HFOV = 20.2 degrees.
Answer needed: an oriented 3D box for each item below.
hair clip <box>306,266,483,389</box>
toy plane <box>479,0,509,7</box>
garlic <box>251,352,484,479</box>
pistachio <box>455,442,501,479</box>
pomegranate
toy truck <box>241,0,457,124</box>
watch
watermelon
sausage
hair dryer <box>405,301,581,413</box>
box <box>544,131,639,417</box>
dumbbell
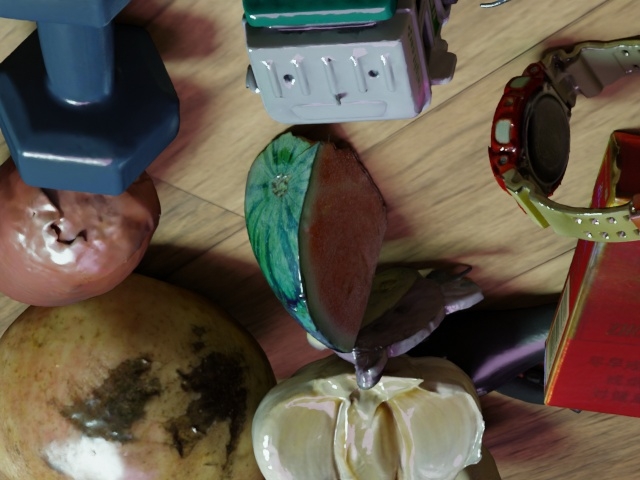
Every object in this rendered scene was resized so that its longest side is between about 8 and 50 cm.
[{"bbox_3d":[0.073,0.070,1.758,0.146,0.187,0.056,22,129,50],"label":"hair clip"},{"bbox_3d":[0.143,-0.222,1.284,0.078,0.053,0.197,38,144,-29],"label":"toy plane"},{"bbox_3d":[0.041,0.179,1.802,0.229,0.143,0.178,-8,119,-10],"label":"garlic"},{"bbox_3d":[0.051,0.270,2.069,0.332,0.208,0.226,10,-164,8],"label":"pistachio"},{"bbox_3d":[-0.193,0.181,1.869,0.322,0.322,0.322,5,151,3],"label":"pomegranate"},{"bbox_3d":[-0.005,-0.229,1.149,0.176,0.178,0.363,-1,144,12],"label":"toy truck"},{"bbox_3d":[0.259,-0.074,1.386,0.268,0.165,0.102,13,160,38],"label":"watch"},{"bbox_3d":[-0.017,0.014,1.651,0.128,0.146,0.231,-4,151,20],"label":"watermelon"},{"bbox_3d":[-0.230,-0.017,1.614,0.152,0.152,0.279,17,167,-18],"label":"sausage"},{"bbox_3d":[0.232,0.130,1.913,0.235,0.091,0.271,-20,155,27],"label":"hair dryer"},{"bbox_3d":[0.329,0.044,1.638,0.197,0.089,0.313,8,141,0],"label":"box"},{"bbox_3d":[-0.186,-0.167,1.362,0.160,0.144,0.325,8,151,2],"label":"dumbbell"}]
